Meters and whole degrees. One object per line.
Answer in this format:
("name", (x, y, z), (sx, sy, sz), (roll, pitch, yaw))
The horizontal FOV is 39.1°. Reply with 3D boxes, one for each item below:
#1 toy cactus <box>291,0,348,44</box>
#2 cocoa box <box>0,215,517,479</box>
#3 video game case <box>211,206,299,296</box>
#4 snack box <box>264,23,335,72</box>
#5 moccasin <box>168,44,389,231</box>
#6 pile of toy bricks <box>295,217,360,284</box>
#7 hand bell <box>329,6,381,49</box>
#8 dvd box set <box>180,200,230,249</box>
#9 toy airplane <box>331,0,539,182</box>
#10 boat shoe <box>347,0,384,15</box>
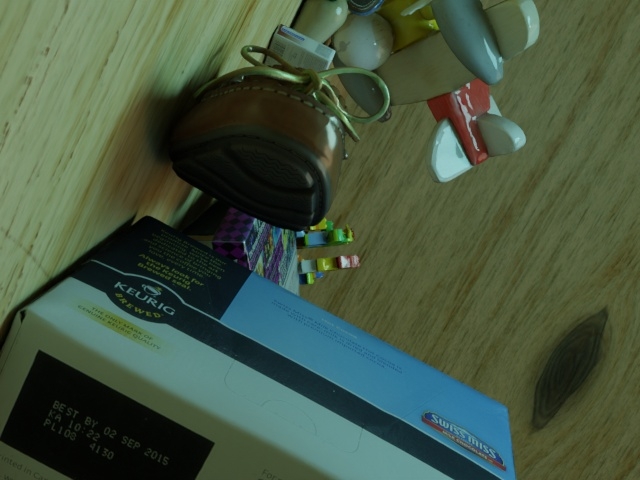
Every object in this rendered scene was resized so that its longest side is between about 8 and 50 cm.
("toy cactus", (0.038, -0.284, 0.998), (0.180, 0.112, 0.219), (-51, -168, 17))
("cocoa box", (-0.058, 0.178, 0.665), (0.231, 0.347, 0.228), (-61, -179, 19))
("video game case", (-0.067, 0.038, 1.029), (0.232, 0.042, 0.210), (-74, 162, -60))
("snack box", (-0.040, -0.158, 0.989), (0.178, 0.064, 0.022), (119, -4, -55))
("moccasin", (-0.033, -0.090, 0.743), (0.147, 0.139, 0.380), (-63, -179, 0))
("pile of toy bricks", (0.000, 0.000, 1.249), (0.212, 0.105, 0.118), (160, -76, -76))
("hand bell", (0.085, -0.389, 1.615), (0.242, 0.126, 0.126), (-47, 171, -36))
("dvd box set", (-0.102, 0.160, 1.156), (0.307, 0.062, 0.420), (-64, 152, -74))
("toy airplane", (0.147, -0.271, 1.324), (0.386, 0.272, 0.384), (106, -33, -42))
("boat shoe", (0.075, -0.384, 1.167), (0.066, 0.066, 0.183), (-19, 128, -82))
